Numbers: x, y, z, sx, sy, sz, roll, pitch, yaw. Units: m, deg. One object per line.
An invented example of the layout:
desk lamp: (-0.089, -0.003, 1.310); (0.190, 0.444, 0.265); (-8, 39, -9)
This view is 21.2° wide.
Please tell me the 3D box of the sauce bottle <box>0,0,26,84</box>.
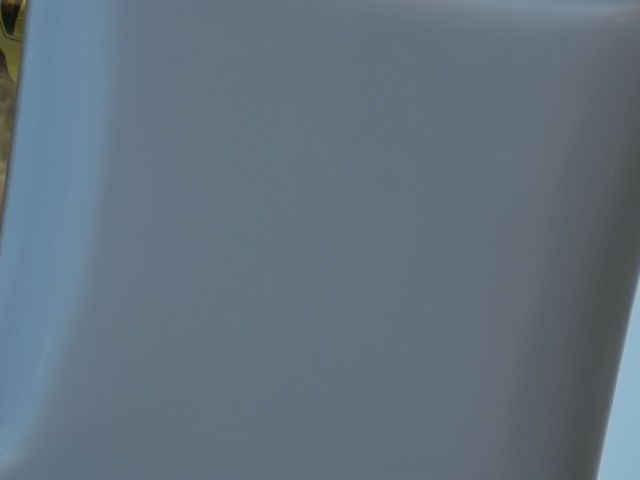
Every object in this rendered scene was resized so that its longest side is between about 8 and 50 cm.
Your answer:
sauce bottle: (-0.216, -0.170, 1.392); (0.111, 0.344, 0.111); (18, 90, -73)

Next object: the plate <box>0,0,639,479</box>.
plate: (0.000, 0.000, 0.739); (0.045, 0.278, 0.277); (-67, 167, -76)
